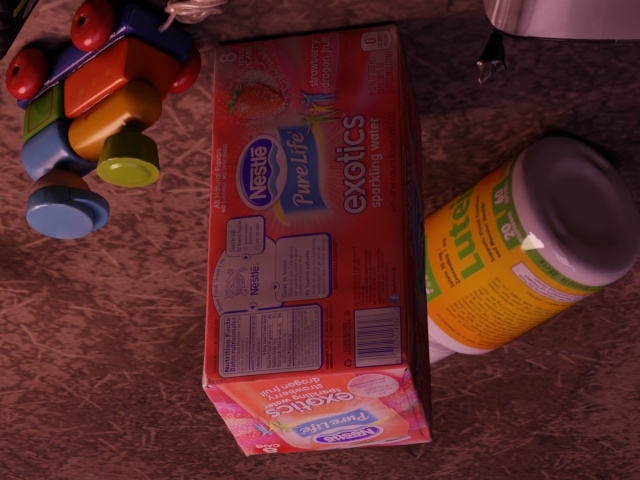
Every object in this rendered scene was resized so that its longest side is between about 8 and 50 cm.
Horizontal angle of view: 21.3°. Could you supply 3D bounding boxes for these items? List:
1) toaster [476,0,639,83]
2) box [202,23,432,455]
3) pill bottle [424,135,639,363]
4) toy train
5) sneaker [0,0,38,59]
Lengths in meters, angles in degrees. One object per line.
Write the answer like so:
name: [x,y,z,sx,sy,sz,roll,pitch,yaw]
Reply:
toaster: [0.163,-0.188,0.883,0.168,0.185,0.110,-2,155,0]
box: [0.000,0.000,1.309,0.154,0.300,0.142,-6,150,8]
pill bottle: [0.154,0.020,1.513,0.136,0.136,0.246,18,145,-30]
toy train: [-0.137,-0.106,1.278,0.105,0.143,0.248,24,143,-37]
sneaker: [-0.236,-0.258,1.052,0.147,0.145,0.384,19,149,7]
